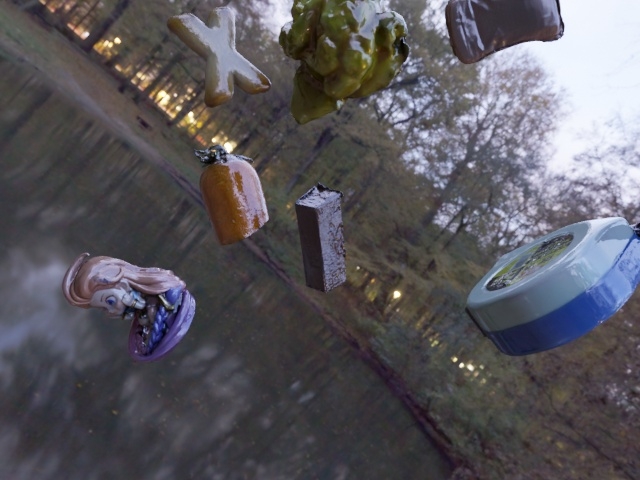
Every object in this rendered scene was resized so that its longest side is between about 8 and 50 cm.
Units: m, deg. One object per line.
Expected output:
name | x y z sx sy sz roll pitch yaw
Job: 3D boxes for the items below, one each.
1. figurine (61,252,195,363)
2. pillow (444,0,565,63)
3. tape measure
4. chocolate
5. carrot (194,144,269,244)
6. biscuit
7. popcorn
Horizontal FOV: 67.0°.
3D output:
figurine | -0.233 0.071 0.603 0.157 0.114 0.126 43 -45 -10
pillow | 0.349 -0.425 0.924 0.034 0.211 0.135 -41 118 -79
tape measure | 0.334 0.032 0.585 0.098 0.215 0.351 53 -36 4
chocolate | 0.000 0.000 1.445 0.111 0.112 0.321 18 -54 36
carrot | -0.283 -0.159 1.560 0.214 0.193 0.331 -20 89 -67
biscuit | -0.216 -0.401 1.044 0.208 0.164 0.047 62 -29 0
popcorn | 0.024 -0.463 1.121 0.326 0.321 0.290 49 -8 37
